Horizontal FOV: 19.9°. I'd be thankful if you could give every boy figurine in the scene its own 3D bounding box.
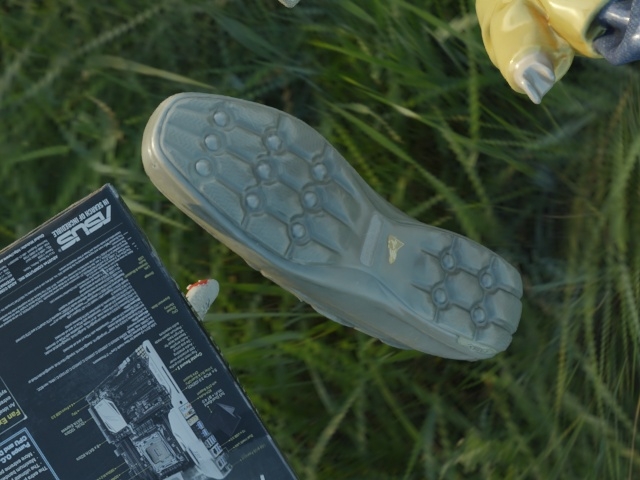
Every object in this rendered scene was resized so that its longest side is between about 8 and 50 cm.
[{"bbox_3d":[0.178,-0.138,1.140,0.177,0.285,0.092,-37,113,-22],"label":"boy figurine"}]

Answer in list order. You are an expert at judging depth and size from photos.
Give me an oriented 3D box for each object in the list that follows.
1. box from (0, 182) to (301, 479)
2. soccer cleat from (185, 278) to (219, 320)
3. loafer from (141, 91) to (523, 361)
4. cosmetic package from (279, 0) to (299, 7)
[{"bbox_3d":[-0.197,0.145,1.162,0.307,0.076,0.242,-33,92,-6],"label":"box"},{"bbox_3d":[-0.107,0.060,1.526,0.035,0.083,0.029,12,124,37],"label":"soccer cleat"},{"bbox_3d":[0.000,0.000,1.297,0.319,0.111,0.112,33,64,-25],"label":"loafer"},{"bbox_3d":[-0.091,-0.325,1.319,0.129,0.296,0.153,-45,39,4],"label":"cosmetic package"}]
